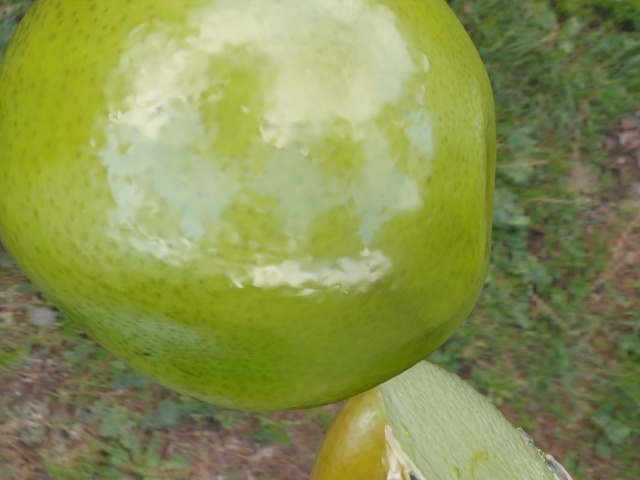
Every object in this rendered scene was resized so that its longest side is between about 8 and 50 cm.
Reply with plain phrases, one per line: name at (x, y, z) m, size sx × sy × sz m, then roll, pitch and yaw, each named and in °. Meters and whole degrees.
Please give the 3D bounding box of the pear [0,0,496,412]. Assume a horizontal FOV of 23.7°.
pear at (-0.047, -0.025, 0.522) m, size 0.216 × 0.180 × 0.166 m, roll -2°, pitch 74°, yaw 4°

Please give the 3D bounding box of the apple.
apple at (0.104, 0.220, 1.002) m, size 0.346 × 0.179 × 0.254 m, roll 34°, pitch 70°, yaw -44°
